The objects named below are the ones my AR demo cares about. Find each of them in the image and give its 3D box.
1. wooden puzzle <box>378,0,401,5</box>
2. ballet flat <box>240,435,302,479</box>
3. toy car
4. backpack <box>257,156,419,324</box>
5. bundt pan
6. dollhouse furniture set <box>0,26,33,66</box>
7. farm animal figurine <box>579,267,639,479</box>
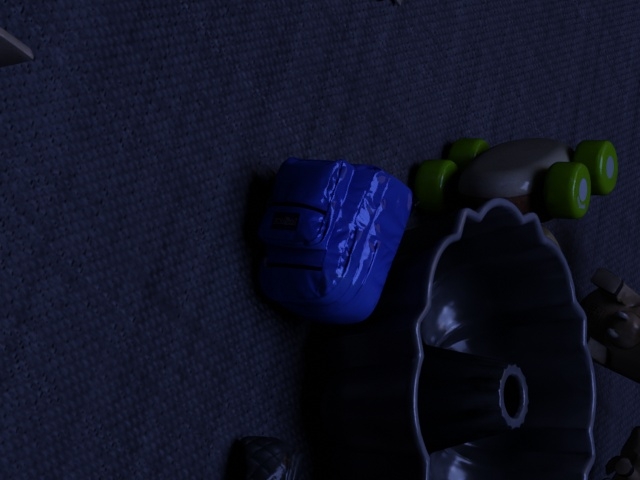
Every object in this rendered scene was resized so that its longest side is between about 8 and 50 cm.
[{"bbox_3d":[0.056,-0.250,1.541,0.049,0.006,0.083,-52,127,-50],"label":"wooden puzzle"},{"bbox_3d":[-0.057,0.223,1.226,0.057,0.049,0.173,86,20,-59],"label":"ballet flat"},{"bbox_3d":[0.187,0.007,1.574,0.149,0.155,0.188,-33,121,-56],"label":"toy car"},{"bbox_3d":[0.000,0.000,1.311,0.101,0.098,0.120,29,72,-43],"label":"backpack"},{"bbox_3d":[0.109,0.131,1.421,0.331,0.124,0.330,10,78,-56],"label":"bundt pan"},{"bbox_3d":[-0.225,-0.258,0.951,0.259,0.135,0.262,37,53,-50],"label":"dollhouse furniture set"},{"bbox_3d":[0.372,0.159,1.752,0.327,0.330,0.172,49,7,28],"label":"farm animal figurine"}]
